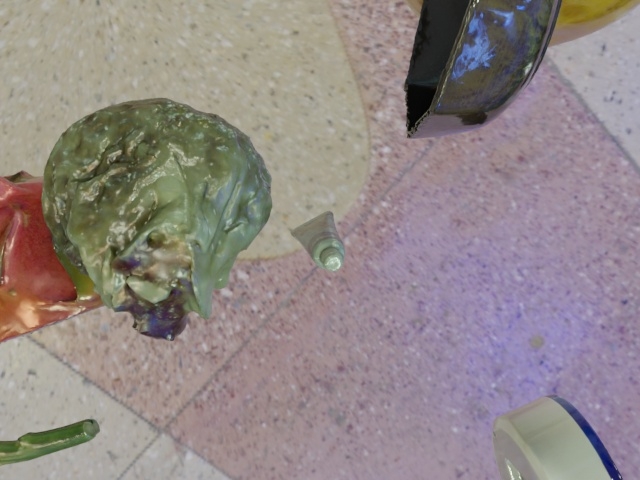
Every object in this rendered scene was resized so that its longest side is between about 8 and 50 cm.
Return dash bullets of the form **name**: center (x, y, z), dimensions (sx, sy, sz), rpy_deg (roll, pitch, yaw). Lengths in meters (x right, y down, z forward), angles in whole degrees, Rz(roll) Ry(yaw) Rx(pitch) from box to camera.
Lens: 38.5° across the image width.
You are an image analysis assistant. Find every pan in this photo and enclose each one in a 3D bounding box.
- **pan**: center (0.080, -0.112, 0.381), dimensions (0.048, 0.202, 0.128), rpy_deg (11, 84, -4)

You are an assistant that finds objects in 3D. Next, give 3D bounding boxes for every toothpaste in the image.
- **toothpaste**: center (0.000, 0.000, 1.115), dimensions (0.062, 0.216, 0.037), rpy_deg (-26, 105, 0)

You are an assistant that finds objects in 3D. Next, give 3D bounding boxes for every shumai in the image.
- **shumai**: center (-0.172, -0.022, 0.983), dimensions (0.256, 0.218, 0.189), rpy_deg (-9, 134, -6)

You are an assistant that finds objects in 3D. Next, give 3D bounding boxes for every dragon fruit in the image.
- **dragon fruit**: center (-0.380, 0.005, 1.243), dimensions (0.305, 0.305, 0.226), rpy_deg (-21, 91, -7)

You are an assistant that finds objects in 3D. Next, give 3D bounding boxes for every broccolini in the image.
- **broccolini**: center (-0.309, 0.146, 0.697), dimensions (0.271, 0.123, 0.062), rpy_deg (-4, 73, -8)

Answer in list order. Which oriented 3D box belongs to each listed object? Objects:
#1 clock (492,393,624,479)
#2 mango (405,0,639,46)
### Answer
- **clock**: center (0.269, 0.289, 1.005), dimensions (0.083, 0.230, 0.230), rpy_deg (-22, 111, -4)
- **mango**: center (0.161, -0.341, 0.732), dimensions (0.232, 0.446, 0.300), rpy_deg (12, 142, -13)
